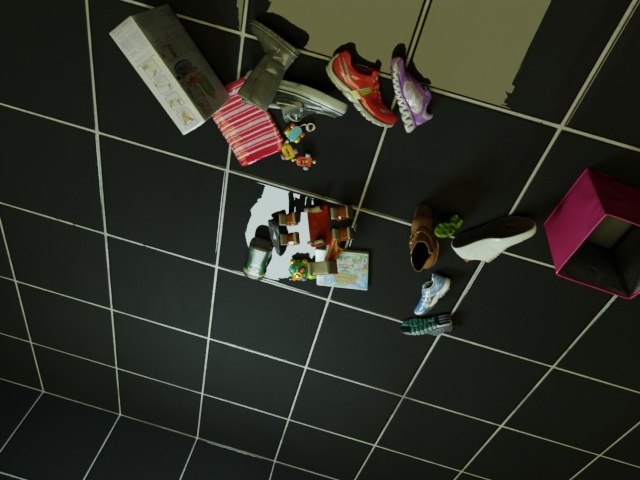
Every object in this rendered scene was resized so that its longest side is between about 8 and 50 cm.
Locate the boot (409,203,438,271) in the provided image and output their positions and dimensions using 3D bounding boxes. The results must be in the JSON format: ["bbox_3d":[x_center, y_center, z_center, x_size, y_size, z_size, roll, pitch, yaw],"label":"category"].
[{"bbox_3d":[0.363,0.039,1.769,0.109,0.220,0.283,4,129,10],"label":"boot"}]

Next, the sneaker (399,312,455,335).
[{"bbox_3d":[0.446,0.374,2.109,0.223,0.083,0.098,-13,128,22],"label":"sneaker"}]

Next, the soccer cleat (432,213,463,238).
[{"bbox_3d":[0.428,-0.036,1.731,0.060,0.179,0.072,50,133,12],"label":"soccer cleat"}]

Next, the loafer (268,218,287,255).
[{"bbox_3d":[-0.167,-0.015,1.971,0.061,0.062,0.170,20,130,27],"label":"loafer"}]

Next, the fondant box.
[{"bbox_3d":[-0.428,-0.509,1.497,0.096,0.238,0.330,-25,113,24],"label":"fondant box"}]

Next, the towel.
[{"bbox_3d":[-0.255,-0.393,1.702,0.198,0.031,0.275,-16,122,24],"label":"towel"}]

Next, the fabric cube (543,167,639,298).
[{"bbox_3d":[0.892,-0.022,1.568,0.259,0.258,0.254,19,129,-1],"label":"fabric cube"}]

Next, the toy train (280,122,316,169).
[{"bbox_3d":[-0.074,-0.323,1.707,0.125,0.046,0.166,-3,121,-17],"label":"toy train"}]

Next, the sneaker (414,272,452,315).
[{"bbox_3d":[0.428,0.210,1.991,0.081,0.080,0.211,30,119,-3],"label":"sneaker"}]

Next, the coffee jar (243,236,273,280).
[{"bbox_3d":[-0.253,0.077,2.043,0.096,0.079,0.184,18,129,-4],"label":"coffee jar"}]

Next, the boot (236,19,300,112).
[{"bbox_3d":[-0.180,-0.514,1.490,0.189,0.076,0.208,40,106,9],"label":"boot"}]

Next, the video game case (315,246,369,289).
[{"bbox_3d":[0.086,0.114,2.025,0.212,0.023,0.193,5,129,10],"label":"video game case"}]

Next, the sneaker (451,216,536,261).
[{"bbox_3d":[0.617,0.003,1.766,0.290,0.106,0.123,-17,129,36],"label":"sneaker"}]

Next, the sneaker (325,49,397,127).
[{"bbox_3d":[0.142,-0.452,1.514,0.279,0.107,0.118,39,117,-20],"label":"sneaker"}]

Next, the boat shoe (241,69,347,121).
[{"bbox_3d":[-0.084,-0.423,1.563,0.335,0.121,0.119,19,100,11],"label":"boat shoe"}]

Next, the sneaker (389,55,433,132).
[{"bbox_3d":[0.274,-0.441,1.500,0.104,0.095,0.236,-14,128,16],"label":"sneaker"}]

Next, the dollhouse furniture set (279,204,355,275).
[{"bbox_3d":[0.000,0.000,1.859,0.262,0.135,0.259,-6,87,18],"label":"dollhouse furniture set"}]

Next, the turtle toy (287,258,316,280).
[{"bbox_3d":[-0.072,0.127,2.046,0.130,0.066,0.095,0,128,14],"label":"turtle toy"}]

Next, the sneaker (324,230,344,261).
[{"bbox_3d":[0.052,0.051,1.931,0.067,0.064,0.175,11,111,11],"label":"sneaker"}]
